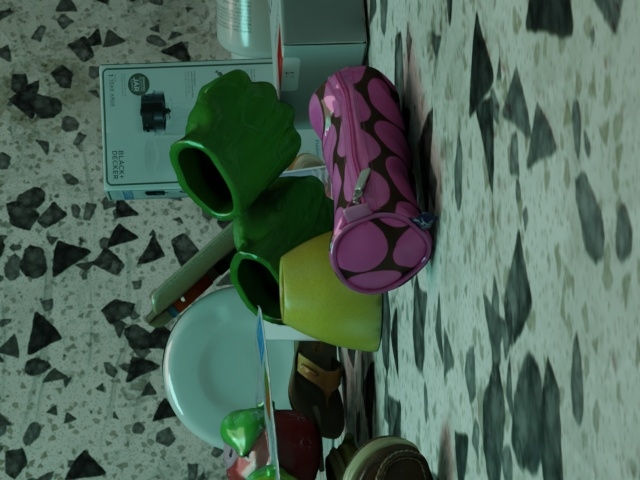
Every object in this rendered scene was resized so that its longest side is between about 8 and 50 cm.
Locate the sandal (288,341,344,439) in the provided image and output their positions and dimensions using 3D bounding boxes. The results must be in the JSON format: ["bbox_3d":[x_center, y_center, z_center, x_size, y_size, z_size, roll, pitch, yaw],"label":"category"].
[{"bbox_3d":[0.001,0.159,1.910,0.049,0.072,0.180,128,150,-47],"label":"sandal"}]

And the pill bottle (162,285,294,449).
[{"bbox_3d":[-0.113,0.178,2.206,0.392,0.224,0.224,145,123,-83],"label":"pill bottle"}]

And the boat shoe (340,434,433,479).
[{"bbox_3d":[0.066,0.284,1.208,0.095,0.095,0.257,20,113,59],"label":"boat shoe"}]

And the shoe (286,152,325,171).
[{"bbox_3d":[0.000,0.000,1.875,0.058,0.076,0.219,-12,78,49],"label":"shoe"}]

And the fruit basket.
[{"bbox_3d":[-0.062,0.292,1.692,0.327,0.165,0.353,98,161,-66],"label":"fruit basket"}]

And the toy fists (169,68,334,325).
[{"bbox_3d":[-0.064,-0.049,1.661,0.142,0.096,0.279,-52,-50,-36],"label":"toy fists"}]

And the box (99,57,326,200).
[{"bbox_3d":[-0.134,-0.141,1.994,0.087,0.290,0.169,113,153,-80],"label":"box"}]

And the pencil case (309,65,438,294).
[{"bbox_3d":[0.038,-0.059,1.283,0.098,0.095,0.209,48,-160,-37],"label":"pencil case"}]

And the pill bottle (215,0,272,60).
[{"bbox_3d":[-0.088,-0.334,2.271,0.131,0.131,0.229,-103,12,-63],"label":"pill bottle"}]

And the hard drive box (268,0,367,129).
[{"bbox_3d":[-0.007,-0.264,1.688,0.181,0.089,0.232,99,168,-64],"label":"hard drive box"}]

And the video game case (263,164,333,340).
[{"bbox_3d":[-0.021,0.017,1.816,0.183,0.023,0.201,-4,86,55],"label":"video game case"}]

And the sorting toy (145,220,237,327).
[{"bbox_3d":[-0.112,0.008,2.118,0.041,0.307,0.229,47,169,3],"label":"sorting toy"}]

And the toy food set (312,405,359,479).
[{"bbox_3d":[0.037,0.283,1.706,0.132,0.038,0.192,87,167,-48],"label":"toy food set"}]

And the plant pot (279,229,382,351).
[{"bbox_3d":[0.007,0.048,1.590,0.134,0.095,0.134,179,90,-84],"label":"plant pot"}]
